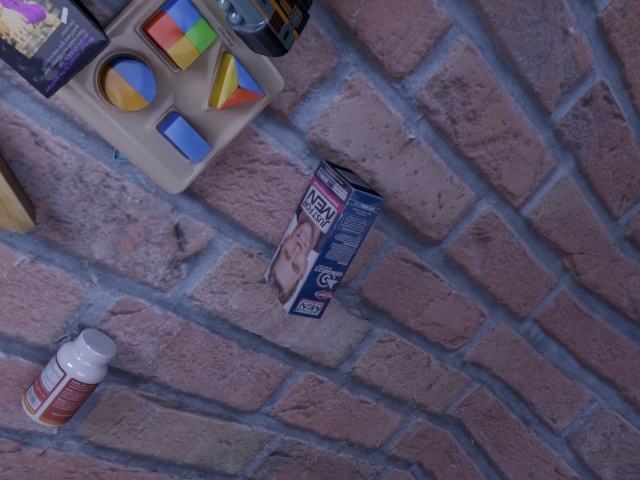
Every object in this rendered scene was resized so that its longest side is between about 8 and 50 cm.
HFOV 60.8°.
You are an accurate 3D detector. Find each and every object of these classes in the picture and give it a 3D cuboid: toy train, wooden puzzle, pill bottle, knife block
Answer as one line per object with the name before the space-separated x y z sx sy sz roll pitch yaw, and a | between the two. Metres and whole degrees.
toy train | -0.118 -0.467 0.925 0.190 0.142 0.334 -64 153 -5
wooden puzzle | -0.267 -0.291 1.043 0.348 0.080 0.322 -44 130 -1
pill bottle | -0.571 0.312 1.254 0.216 0.121 0.121 -49 130 7
knife block | -0.607 -0.160 0.946 0.275 0.088 0.242 19 110 -36

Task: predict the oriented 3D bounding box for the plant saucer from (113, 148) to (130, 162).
plant saucer | -0.327 -0.187 1.133 0.191 0.018 0.067 3 118 -32

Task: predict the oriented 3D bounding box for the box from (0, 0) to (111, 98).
box | -0.476 -0.379 0.826 0.143 0.165 0.270 -41 131 1

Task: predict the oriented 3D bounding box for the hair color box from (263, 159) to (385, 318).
hair color box | 0.000 0.000 1.337 0.105 0.174 0.348 14 112 -35
